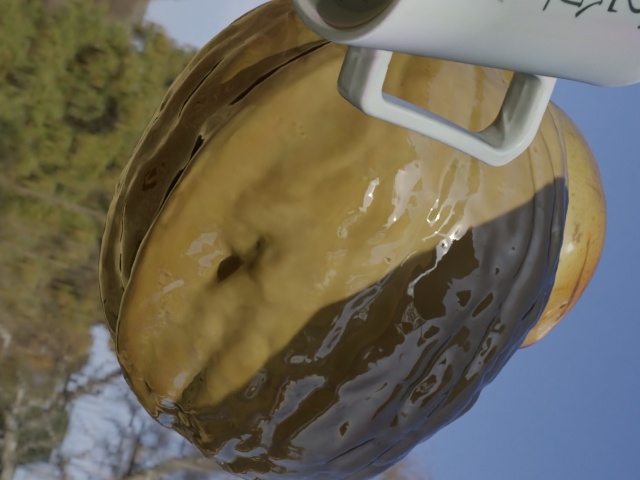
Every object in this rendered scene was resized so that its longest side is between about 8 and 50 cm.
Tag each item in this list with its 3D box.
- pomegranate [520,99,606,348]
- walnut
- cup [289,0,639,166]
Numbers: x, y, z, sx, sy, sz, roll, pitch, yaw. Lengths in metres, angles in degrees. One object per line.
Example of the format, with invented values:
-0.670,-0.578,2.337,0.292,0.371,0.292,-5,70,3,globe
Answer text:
0.151,-0.032,1.377,0.319,0.319,0.319,-161,-90,-73,pomegranate
0.000,0.000,0.631,0.261,0.225,0.225,-55,-158,18,walnut
0.047,-0.069,0.361,0.074,0.116,0.104,44,-54,40,cup
